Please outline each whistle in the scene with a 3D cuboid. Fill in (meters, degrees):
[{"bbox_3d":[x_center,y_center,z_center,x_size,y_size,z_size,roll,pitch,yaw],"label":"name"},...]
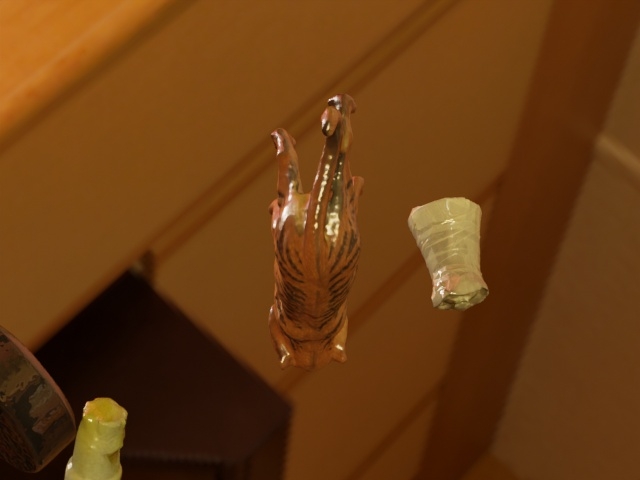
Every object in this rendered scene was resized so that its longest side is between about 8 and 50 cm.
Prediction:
[{"bbox_3d":[-0.192,0.207,1.508,0.057,0.104,0.198,19,-54,9],"label":"whistle"}]

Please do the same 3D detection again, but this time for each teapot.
[{"bbox_3d":[0.101,0.016,1.406,0.057,0.083,0.067,-22,-32,25],"label":"teapot"}]

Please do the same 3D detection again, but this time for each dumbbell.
[{"bbox_3d":[-0.328,0.179,1.565,0.152,0.218,0.152,36,-26,21],"label":"dumbbell"}]

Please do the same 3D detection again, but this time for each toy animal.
[{"bbox_3d":[0.000,0.000,1.047,0.056,0.099,0.241,0,-21,-4],"label":"toy animal"}]
